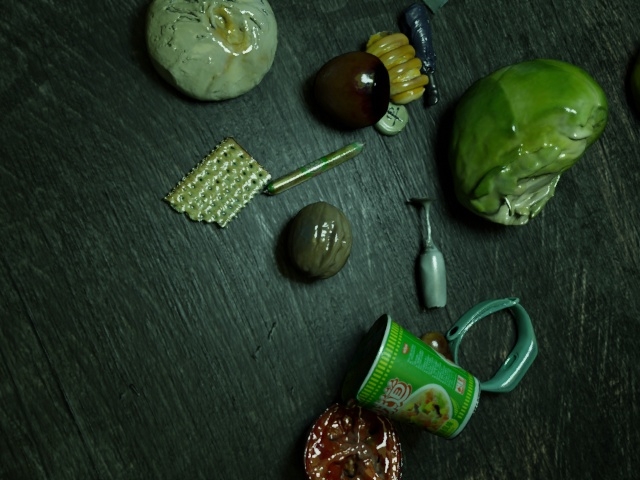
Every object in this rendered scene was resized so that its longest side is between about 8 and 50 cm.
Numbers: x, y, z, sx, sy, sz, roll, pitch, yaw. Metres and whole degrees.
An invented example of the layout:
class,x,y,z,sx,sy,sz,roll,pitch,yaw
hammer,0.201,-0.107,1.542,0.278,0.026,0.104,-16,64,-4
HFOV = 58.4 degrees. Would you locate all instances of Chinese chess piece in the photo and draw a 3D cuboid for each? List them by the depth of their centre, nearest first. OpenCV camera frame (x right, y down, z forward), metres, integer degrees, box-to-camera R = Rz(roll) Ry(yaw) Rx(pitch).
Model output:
class,x,y,z,sx,sy,sz,roll,pitch,yaw
Chinese chess piece,0.163,-0.288,1.341,0.084,0.034,0.084,2,82,-15

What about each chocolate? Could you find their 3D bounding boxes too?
class,x,y,z,sx,sy,sz,roll,pitch,yaw
chocolate,0.067,-0.333,1.263,0.176,0.177,0.177,2,83,-16

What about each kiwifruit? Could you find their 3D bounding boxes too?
class,x,y,z,sx,sy,sz,roll,pitch,yaw
kiwifruit,0.258,0.264,1.286,0.075,0.075,0.125,-20,96,-17

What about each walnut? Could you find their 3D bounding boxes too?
class,x,y,z,sx,sy,sz,roll,pitch,yaw
walnut,-0.001,0.000,1.212,0.140,0.140,0.162,21,88,-13

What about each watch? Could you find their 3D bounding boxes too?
class,x,y,z,sx,sy,sz,roll,pitch,yaw
watch,0.402,0.241,1.338,0.195,0.068,0.237,43,78,-5

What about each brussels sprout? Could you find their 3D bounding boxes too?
class,x,y,z,sx,sy,sz,roll,pitch,yaw
brussels sprout,0.447,-0.226,1.287,0.275,0.315,0.371,7,119,-40

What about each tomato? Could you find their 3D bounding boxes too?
class,x,y,z,sx,sy,sz,roll,pitch,yaw
tomato,0.063,0.453,1.198,0.227,0.101,0.228,7,68,-17

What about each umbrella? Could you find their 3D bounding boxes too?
class,x,y,z,sx,sy,sz,roll,pitch,yaw
umbrella,0.244,-0.442,1.374,0.070,0.071,0.248,-13,92,-17

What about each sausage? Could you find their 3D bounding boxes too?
class,x,y,z,sx,sy,sz,roll,pitch,yaw
sausage,-0.010,-0.162,1.277,0.269,0.033,0.033,-28,92,-17

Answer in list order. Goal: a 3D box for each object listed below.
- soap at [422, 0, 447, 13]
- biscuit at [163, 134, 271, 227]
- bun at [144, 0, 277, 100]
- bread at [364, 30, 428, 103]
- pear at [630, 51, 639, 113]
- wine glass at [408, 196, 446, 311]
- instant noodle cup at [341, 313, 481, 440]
class,x,y,z,sx,sy,sz,roll,pitch,yaw
soap,0.244,-0.652,1.364,0.198,0.114,0.063,44,75,-6
biscuit,-0.213,-0.114,1.223,0.144,0.016,0.203,42,74,-8
bun,-0.223,-0.434,1.190,0.287,0.146,0.287,1,85,-14
bread,0.177,-0.402,1.323,0.119,0.084,0.177,-25,80,-22
pear,0.980,-0.446,1.480,0.375,0.287,0.287,-29,92,-31
wine glass,0.251,0.032,1.316,0.074,0.074,0.262,-4,86,-16
instant noodle cup,0.188,0.296,1.178,0.232,0.207,0.207,29,77,-3
